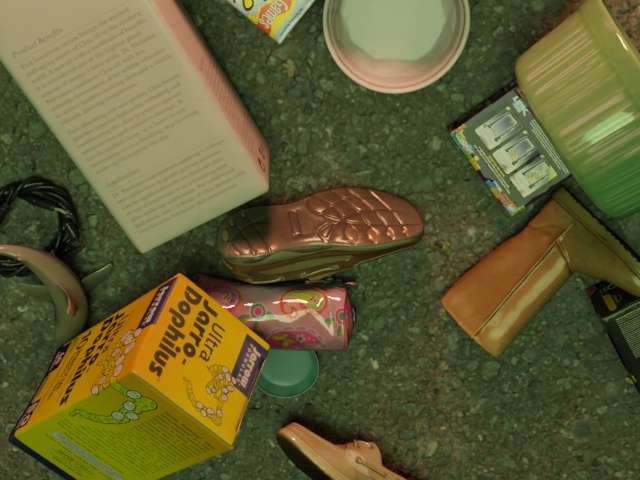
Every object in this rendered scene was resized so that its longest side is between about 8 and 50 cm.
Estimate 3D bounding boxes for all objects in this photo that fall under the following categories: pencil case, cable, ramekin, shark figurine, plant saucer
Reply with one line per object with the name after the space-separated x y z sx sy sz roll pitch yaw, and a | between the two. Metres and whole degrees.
-0.084 0.117 1.587 0.284 0.124 0.124 1 110 2 | pencil case
-0.485 -0.019 1.595 0.184 0.047 0.150 -18 108 10 | cable
0.400 -0.176 1.364 0.148 0.303 0.303 -33 105 22 | ramekin
0.109 -0.323 1.421 0.207 0.109 0.207 1 110 3 | ramekin
-0.433 0.074 1.552 0.166 0.116 0.278 -36 132 7 | shark figurine
-0.062 0.210 1.667 0.119 0.021 0.119 1 109 2 | plant saucer

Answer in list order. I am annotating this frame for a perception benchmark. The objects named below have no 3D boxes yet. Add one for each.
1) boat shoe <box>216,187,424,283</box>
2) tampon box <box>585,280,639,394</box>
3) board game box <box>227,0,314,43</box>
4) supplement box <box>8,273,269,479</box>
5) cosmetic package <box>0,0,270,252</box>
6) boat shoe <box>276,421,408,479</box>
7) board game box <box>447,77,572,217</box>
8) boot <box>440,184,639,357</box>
0.000 0.000 1.552 0.324 0.123 0.116 -5 143 -4 | boat shoe
0.509 0.141 1.558 0.101 0.120 0.161 -28 106 11 | tampon box
-0.115 -0.425 1.377 0.275 0.144 0.142 38 108 -9 | board game box
-0.282 0.236 1.516 0.195 0.194 0.356 42 132 -22 | supplement box
-0.277 -0.232 1.406 0.230 0.161 0.453 -25 118 11 | cosmetic package
0.060 0.393 1.694 0.302 0.109 0.098 36 68 -9 | boat shoe
0.299 -0.144 1.506 0.141 0.048 0.170 -35 104 13 | board game box
0.356 0.081 1.530 0.269 0.089 0.236 -48 60 15 | boot
